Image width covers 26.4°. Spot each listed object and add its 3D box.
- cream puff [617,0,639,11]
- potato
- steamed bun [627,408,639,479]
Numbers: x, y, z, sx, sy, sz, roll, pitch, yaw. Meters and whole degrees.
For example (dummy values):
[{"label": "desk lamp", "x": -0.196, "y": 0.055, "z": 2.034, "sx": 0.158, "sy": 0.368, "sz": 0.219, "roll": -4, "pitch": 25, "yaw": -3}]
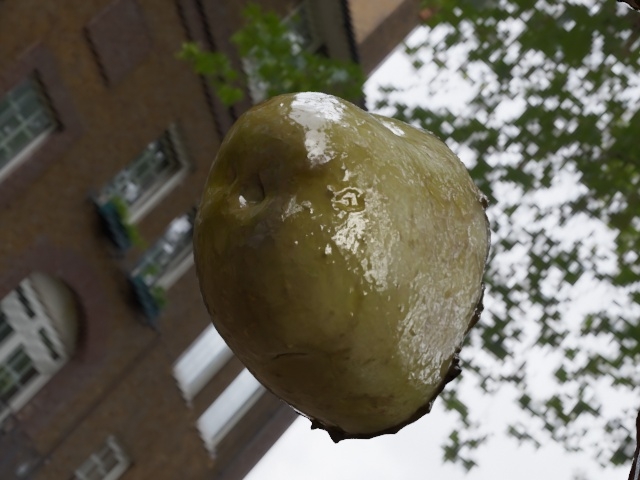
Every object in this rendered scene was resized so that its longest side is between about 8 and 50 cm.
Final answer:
[{"label": "cream puff", "x": 0.191, "y": -0.263, "z": 0.550, "sx": 0.324, "sy": 0.257, "sz": 0.291, "roll": 57, "pitch": -4, "yaw": 23}, {"label": "potato", "x": 0.000, "y": 0.000, "z": 1.066, "sx": 0.242, "sy": 0.286, "sz": 0.242, "roll": 10, "pitch": -17, "yaw": 3}, {"label": "steamed bun", "x": 0.244, "y": 0.088, "z": 0.430, "sx": 0.248, "sy": 0.235, "sz": 0.379, "roll": -137, "pitch": -126, "yaw": -62}]
